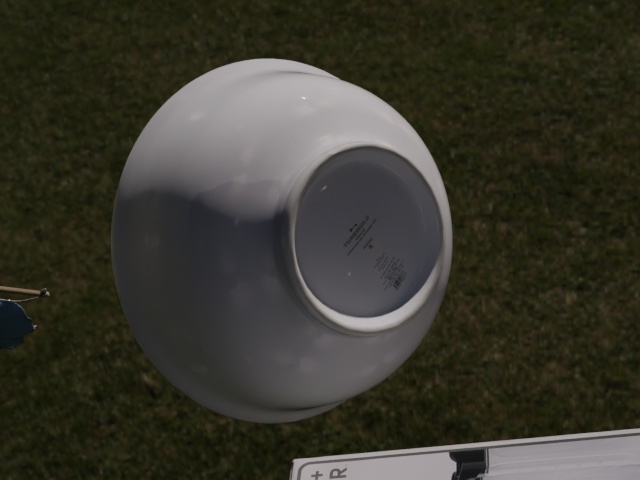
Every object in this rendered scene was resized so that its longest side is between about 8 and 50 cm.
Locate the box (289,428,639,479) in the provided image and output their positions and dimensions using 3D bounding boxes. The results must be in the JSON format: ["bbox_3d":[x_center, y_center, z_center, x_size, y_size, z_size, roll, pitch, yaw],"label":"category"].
[{"bbox_3d":[0.133,0.207,0.644,0.290,0.169,0.087,-9,35,11],"label":"box"}]

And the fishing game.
[{"bbox_3d":[-0.462,0.107,1.346,0.189,0.264,0.041,11,56,-37],"label":"fishing game"}]

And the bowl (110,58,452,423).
[{"bbox_3d":[0.000,0.000,0.807,0.298,0.297,0.134,-34,17,-27],"label":"bowl"}]
